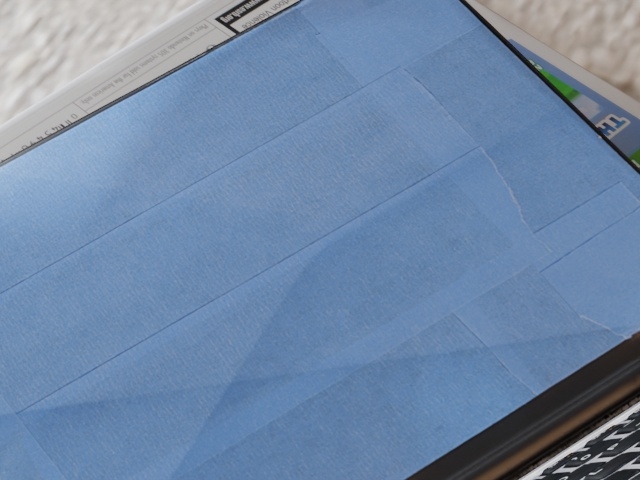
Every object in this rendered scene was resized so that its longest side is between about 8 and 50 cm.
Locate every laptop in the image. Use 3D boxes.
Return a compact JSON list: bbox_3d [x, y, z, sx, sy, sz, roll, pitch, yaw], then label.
[{"bbox_3d":[-0.013,0.026,0.655,0.382,0.408,0.236,-31,90,-15],"label":"laptop"}]

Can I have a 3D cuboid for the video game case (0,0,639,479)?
[{"bbox_3d":[0.000,0.000,0.859,0.300,0.036,0.329,37,57,28],"label":"video game case"}]
